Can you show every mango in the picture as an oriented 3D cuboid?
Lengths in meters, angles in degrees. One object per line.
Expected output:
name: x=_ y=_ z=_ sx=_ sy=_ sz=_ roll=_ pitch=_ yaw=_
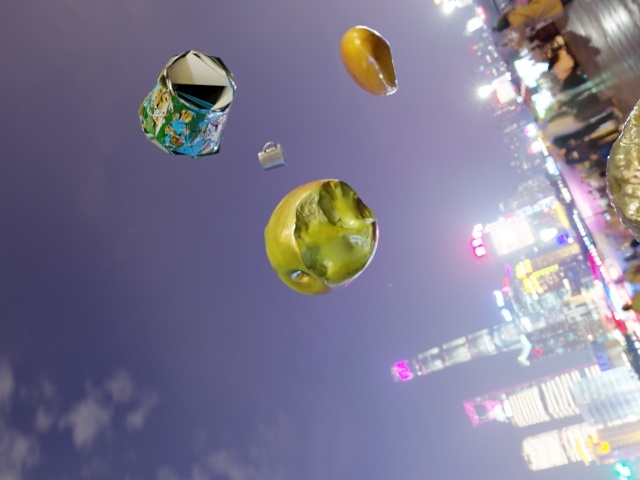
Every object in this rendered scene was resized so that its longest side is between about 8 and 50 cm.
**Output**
mango: x=0.100 y=-0.372 z=1.157 sx=0.217 sy=0.102 sz=0.141 roll=1 pitch=-109 yaw=-75

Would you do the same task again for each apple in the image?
apple: x=0.000 y=0.000 z=1.224 sx=0.246 sy=0.246 sz=0.226 roll=55 pitch=-131 yaw=-22

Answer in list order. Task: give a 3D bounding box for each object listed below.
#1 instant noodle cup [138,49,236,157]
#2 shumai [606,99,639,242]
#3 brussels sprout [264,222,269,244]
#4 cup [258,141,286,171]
instant noodle cup: x=-0.331 y=-0.353 z=1.429 sx=0.240 sy=0.178 sz=0.240 roll=14 pitch=-122 yaw=-24
shumai: x=0.471 y=-0.070 z=0.659 sx=0.218 sy=0.256 sz=0.189 roll=46 pitch=-167 yaw=-43
brussels sprout: x=-0.138 y=-0.030 z=2.102 sx=0.149 sy=0.151 sz=0.122 roll=68 pitch=-166 yaw=-81
cup: x=-0.164 y=-0.283 z=1.855 sx=0.078 sy=0.077 sz=0.100 roll=-105 pitch=-4 yaw=-49
